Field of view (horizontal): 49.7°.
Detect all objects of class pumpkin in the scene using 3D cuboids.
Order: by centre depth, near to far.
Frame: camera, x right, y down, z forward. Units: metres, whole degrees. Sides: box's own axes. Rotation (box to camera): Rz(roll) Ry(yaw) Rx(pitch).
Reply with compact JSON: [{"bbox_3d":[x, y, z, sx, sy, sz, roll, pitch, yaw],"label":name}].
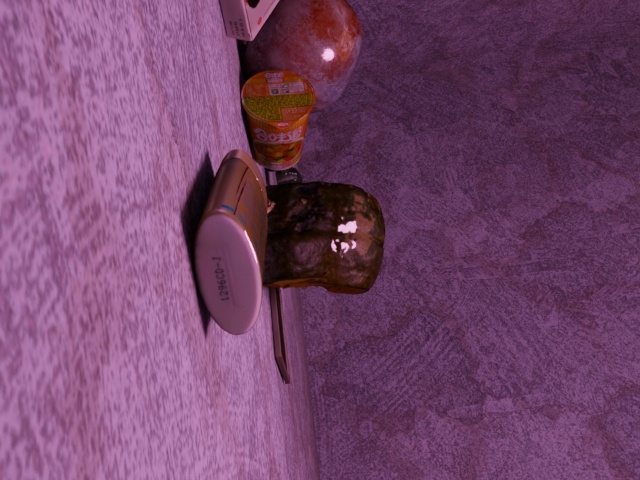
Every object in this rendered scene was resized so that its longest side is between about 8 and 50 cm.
[{"bbox_3d":[0.000,0.000,1.506,0.256,0.303,0.225,155,-65,-65],"label":"pumpkin"}]

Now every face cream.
[{"bbox_3d":[-0.098,-0.015,0.815,0.285,0.067,0.139,-96,179,-69],"label":"face cream"}]

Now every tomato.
[{"bbox_3d":[-0.048,-0.460,1.658,0.317,0.283,0.316,23,90,-88],"label":"tomato"}]

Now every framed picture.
[{"bbox_3d":[-0.098,0.190,1.620,0.184,0.016,0.250,82,1,-58],"label":"framed picture"}]

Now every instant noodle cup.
[{"bbox_3d":[-0.096,-0.257,1.551,0.185,0.168,0.168,95,-10,-56],"label":"instant noodle cup"}]

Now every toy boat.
[{"bbox_3d":[-0.126,-0.269,2.048,0.141,0.092,0.319,81,-6,-56],"label":"toy boat"}]

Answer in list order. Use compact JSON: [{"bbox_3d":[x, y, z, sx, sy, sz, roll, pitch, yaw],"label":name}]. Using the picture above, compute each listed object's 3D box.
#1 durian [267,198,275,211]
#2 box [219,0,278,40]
[{"bbox_3d":[-0.127,-0.059,1.346,0.066,0.052,0.130,-59,179,3],"label":"durian"},{"bbox_3d":[-0.105,-0.586,1.356,0.214,0.069,0.353,83,28,-52],"label":"box"}]
